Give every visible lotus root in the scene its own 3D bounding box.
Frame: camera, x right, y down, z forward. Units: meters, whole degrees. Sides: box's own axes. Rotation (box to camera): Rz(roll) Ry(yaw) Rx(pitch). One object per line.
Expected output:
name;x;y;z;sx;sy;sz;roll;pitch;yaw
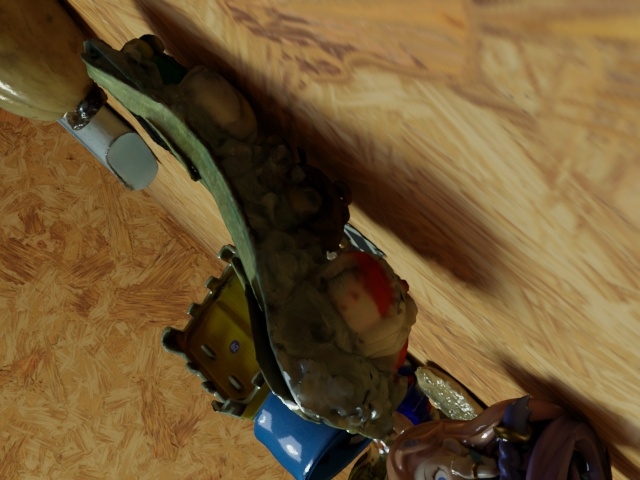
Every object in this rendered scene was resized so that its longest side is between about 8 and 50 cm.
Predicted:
lotus root;-0.336;-0.218;0.731;0.257;0.140;0.154;38;162;-29

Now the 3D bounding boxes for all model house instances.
model house;-0.081;0.150;1.063;0.224;0.198;0.215;35;180;40

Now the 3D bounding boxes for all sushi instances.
sushi;0.000;0.000;0.576;0.126;0.026;0.120;41;170;18

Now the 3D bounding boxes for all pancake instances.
pancake;0.149;0.179;0.731;0.139;0.022;0.139;43;171;8

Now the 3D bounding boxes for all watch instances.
watch;0.022;0.208;0.882;0.171;0.200;0.196;42;175;35

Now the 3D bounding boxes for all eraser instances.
eraser;-0.402;-0.202;1.268;0.227;0.081;0.174;42;167;19

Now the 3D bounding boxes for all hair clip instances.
hair clip;-0.037;-0.027;0.443;0.321;0.091;0.138;53;-176;28

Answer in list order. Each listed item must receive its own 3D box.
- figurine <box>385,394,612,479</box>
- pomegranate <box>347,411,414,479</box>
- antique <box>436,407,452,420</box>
figurine;0.119;0.156;0.467;0.157;0.114;0.126;0;120;56
pomegranate;0.140;0.355;1.092;0.204;0.222;0.277;46;-153;-62
antique;0.219;0.309;0.811;0.093;0.087;0.310;47;170;-28
